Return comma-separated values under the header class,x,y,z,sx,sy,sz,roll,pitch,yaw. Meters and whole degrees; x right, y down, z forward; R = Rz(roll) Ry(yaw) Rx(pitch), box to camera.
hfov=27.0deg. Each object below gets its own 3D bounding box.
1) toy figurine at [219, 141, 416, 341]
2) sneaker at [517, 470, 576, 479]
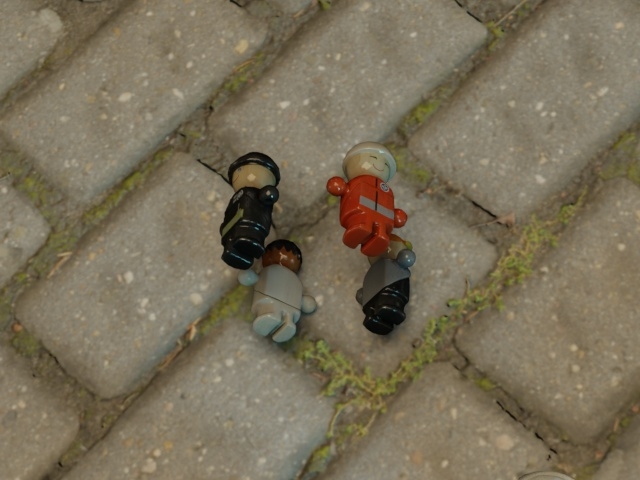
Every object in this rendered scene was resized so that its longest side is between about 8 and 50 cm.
class,x,y,z,sx,sy,sz,roll,pitch,yaw
toy figurine,0.000,0.000,1.505,0.213,0.210,0.148,-7,46,12
sneaker,0.242,0.377,1.256,0.130,0.236,0.323,-15,62,1
